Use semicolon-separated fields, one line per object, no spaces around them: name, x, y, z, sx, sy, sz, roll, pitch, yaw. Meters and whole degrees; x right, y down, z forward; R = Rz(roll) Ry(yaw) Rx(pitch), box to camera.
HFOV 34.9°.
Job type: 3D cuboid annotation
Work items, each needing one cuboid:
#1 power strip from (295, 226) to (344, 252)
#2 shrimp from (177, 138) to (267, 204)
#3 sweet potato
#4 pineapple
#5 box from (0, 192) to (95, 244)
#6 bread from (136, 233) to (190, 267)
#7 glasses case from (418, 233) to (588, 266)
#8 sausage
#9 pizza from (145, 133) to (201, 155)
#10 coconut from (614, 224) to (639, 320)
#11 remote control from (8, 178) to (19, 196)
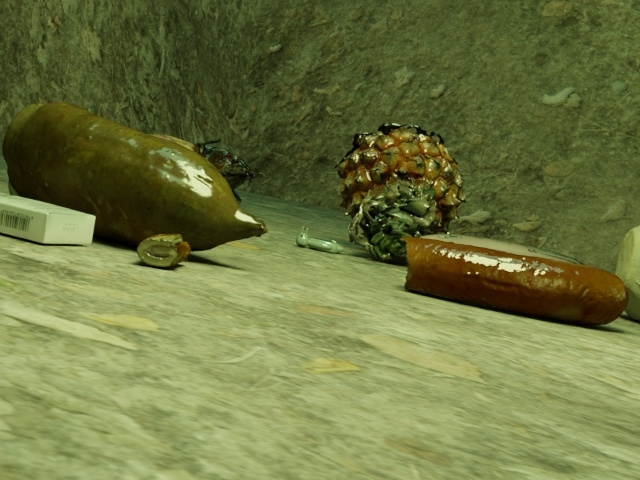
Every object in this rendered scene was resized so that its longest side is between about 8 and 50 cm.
power strip;0.000;0.000;1.733;0.083;0.035;0.055;12;4;-7
shrimp;-0.270;-0.129;2.056;0.410;0.166;0.221;23;-15;50
sweet potato;-0.235;-0.068;1.257;0.369;0.158;0.158;19;7;31
pineapple;0.134;-0.047;1.811;0.262;0.262;0.272;11;27;3
box;-0.343;-0.027;1.152;0.154;0.040;0.084;11;6;25
bread;-0.170;0.010;1.111;0.047;0.036;0.083;7;2;1
glasses case;0.297;0.039;1.653;0.314;0.075;0.122;10;7;-13
sausage;0.244;0.052;1.307;0.302;0.076;0.103;11;5;8
pizza;-0.282;-0.083;1.485;0.305;0.085;0.161;-13;-49;41
coconut;0.522;0.054;1.499;0.162;0.161;0.161;13;4;4
remote control;-0.322;-0.059;1.402;0.221;0.078;0.042;11;29;4
